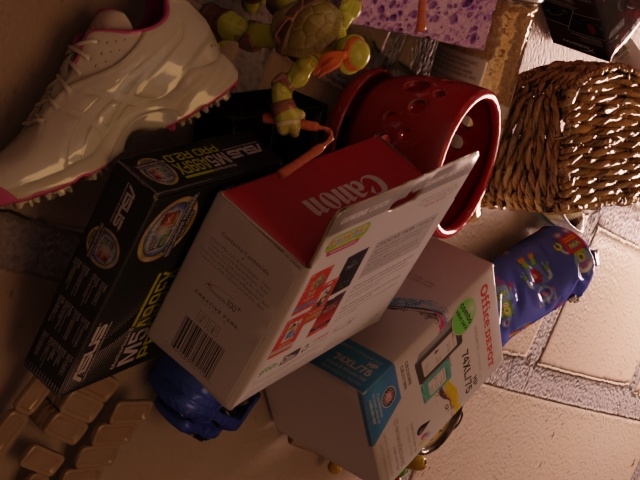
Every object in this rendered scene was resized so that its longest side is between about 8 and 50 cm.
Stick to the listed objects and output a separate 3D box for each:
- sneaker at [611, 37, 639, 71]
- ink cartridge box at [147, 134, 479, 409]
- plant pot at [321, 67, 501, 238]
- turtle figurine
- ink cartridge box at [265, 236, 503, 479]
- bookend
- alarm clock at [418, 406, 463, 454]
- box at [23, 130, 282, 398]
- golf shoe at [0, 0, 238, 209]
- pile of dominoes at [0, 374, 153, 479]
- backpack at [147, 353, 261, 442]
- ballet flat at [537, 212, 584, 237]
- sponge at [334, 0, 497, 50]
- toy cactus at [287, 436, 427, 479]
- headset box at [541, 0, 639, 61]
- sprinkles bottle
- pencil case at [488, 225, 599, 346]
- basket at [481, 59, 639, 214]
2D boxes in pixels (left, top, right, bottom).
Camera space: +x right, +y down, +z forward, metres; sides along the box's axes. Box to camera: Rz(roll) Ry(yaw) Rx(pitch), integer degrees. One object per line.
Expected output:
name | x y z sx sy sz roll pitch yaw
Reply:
sneaker | 0.450 -0.296 2.012 0.054 0.152 0.061 -36 139 20
ink cartridge box | 0.000 0.000 1.425 0.309 0.130 0.272 -24 150 -54
plant pot | 0.108 -0.118 1.624 0.191 0.174 0.191 -45 147 -40
turtle figurine | -0.029 -0.207 1.373 0.269 0.217 0.087 -58 144 -8
ink cartridge box | 0.081 0.141 1.744 0.270 0.197 0.198 -42 139 -29
bookend | -0.080 -0.086 1.509 0.157 0.072 0.156 -13 121 -47
alarm clock | 0.172 0.267 2.054 0.192 0.064 0.129 27 89 -52
box | -0.172 0.022 1.374 0.216 0.060 0.270 -21 146 -56
golf shoe | -0.226 -0.140 1.284 0.306 0.115 0.140 -36 113 -30
pile of dominoes | -0.317 0.242 1.461 0.251 0.040 0.196 -53 145 -2
backpack | -0.145 0.179 1.568 0.101 0.098 0.120 -57 145 -4
ballet flat | 0.405 -0.038 2.160 0.052 0.057 0.168 -33 149 19
sponge | 0.122 -0.305 1.599 0.210 0.031 0.117 6 108 -30
toy cactus | 0.041 0.292 1.843 0.180 0.219 0.112 13 84 -18
headset box | 0.401 -0.436 1.871 0.218 0.110 0.293 -50 142 -16
sprinkles bottle | 0.200 -0.205 1.750 0.121 0.121 0.355 -6 116 -50
pencil case | 0.304 0.083 2.053 0.306 0.133 0.119 -28 172 -39
basket | 0.338 -0.155 1.926 0.299 0.223 0.213 -8 100 -48
